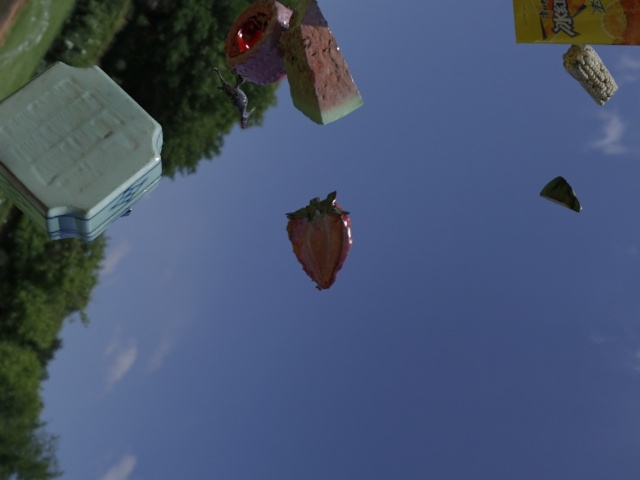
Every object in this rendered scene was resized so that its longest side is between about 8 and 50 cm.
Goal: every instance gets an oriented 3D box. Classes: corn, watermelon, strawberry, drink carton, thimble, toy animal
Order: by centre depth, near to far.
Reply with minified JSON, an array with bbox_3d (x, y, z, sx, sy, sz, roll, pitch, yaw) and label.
[{"bbox_3d":[0.533,-0.459,1.521,0.111,0.155,0.351,-25,-154,-29],"label":"drink carton"},{"bbox_3d":[-0.017,-0.400,1.681,0.139,0.257,0.193,-28,-139,-11],"label":"watermelon"},{"bbox_3d":[-0.119,-0.456,1.827,0.189,0.125,0.163,-26,-125,38],"label":"thimble"},{"bbox_3d":[0.016,0.001,2.034,0.174,0.228,0.098,-19,-163,10],"label":"strawberry"},{"bbox_3d":[0.715,-0.431,2.099,0.087,0.211,0.087,-36,-149,26],"label":"corn"},{"bbox_3d":[0.674,-0.138,2.234,0.075,0.092,0.181,-63,-177,8],"label":"watermelon"},{"bbox_3d":[-0.250,-0.431,2.384,0.105,0.202,0.070,-23,-150,-17],"label":"toy animal"}]

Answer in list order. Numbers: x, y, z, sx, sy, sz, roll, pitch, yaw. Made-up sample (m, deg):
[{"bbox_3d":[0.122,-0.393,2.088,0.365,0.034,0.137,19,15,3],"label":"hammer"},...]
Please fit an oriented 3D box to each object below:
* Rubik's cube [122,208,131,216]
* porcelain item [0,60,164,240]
[{"bbox_3d":[-0.519,-0.113,1.739,0.162,0.160,0.163,-7,-83,65],"label":"Rubik's cube"},{"bbox_3d":[-0.454,-0.162,1.478,0.286,0.281,0.157,-46,175,-24],"label":"porcelain item"}]
